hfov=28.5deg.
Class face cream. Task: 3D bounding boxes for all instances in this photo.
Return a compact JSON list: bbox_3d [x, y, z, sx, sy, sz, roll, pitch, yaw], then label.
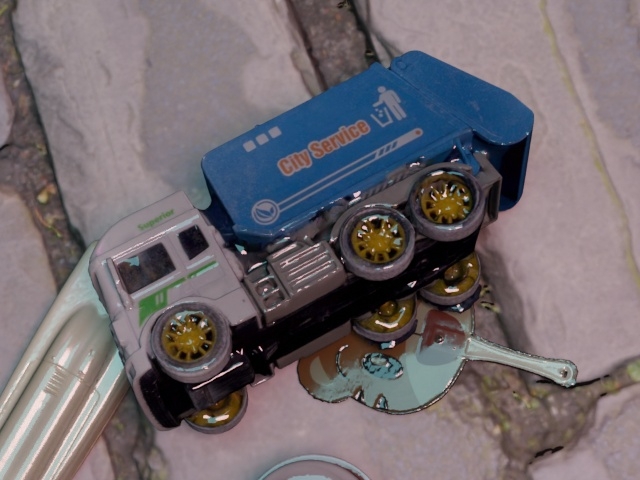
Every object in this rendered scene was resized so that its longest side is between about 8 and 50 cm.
[{"bbox_3d":[-0.003,0.223,0.959,0.117,0.104,0.117,-2,73,7],"label":"face cream"}]

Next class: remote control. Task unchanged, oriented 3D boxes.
[{"bbox_3d":[-0.207,0.112,1.046,0.090,0.049,0.230,26,77,11],"label":"remote control"}]

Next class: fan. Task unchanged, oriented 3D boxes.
[{"bbox_3d":[0.100,0.080,1.038,0.226,0.008,0.152,14,75,11],"label":"fan"}]

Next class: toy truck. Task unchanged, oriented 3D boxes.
[{"bbox_3d":[0.000,0.000,0.991,0.367,0.146,0.175,-28,63,-11],"label":"toy truck"}]
